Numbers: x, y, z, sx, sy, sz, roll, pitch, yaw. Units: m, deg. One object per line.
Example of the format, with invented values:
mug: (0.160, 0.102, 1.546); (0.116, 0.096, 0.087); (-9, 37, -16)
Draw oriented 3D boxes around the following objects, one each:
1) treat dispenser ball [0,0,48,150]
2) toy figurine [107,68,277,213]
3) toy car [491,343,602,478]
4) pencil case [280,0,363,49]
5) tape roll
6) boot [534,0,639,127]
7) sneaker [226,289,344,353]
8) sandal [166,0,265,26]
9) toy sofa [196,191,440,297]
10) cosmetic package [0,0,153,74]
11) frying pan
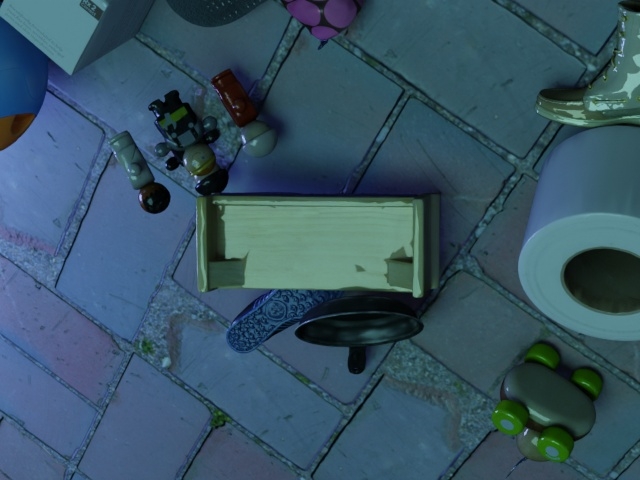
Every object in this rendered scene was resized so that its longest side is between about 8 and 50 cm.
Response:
treat dispenser ball: (-0.582, -0.271, 2.008); (0.288, 0.288, 0.288); (14, 123, 22)
toy figurine: (-0.196, -0.142, 1.921); (0.213, 0.209, 0.148); (-31, 90, 39)
toy car: (0.329, 0.285, 1.937); (0.149, 0.155, 0.188); (30, 140, 10)
pencil case: (-0.037, -0.367, 1.732); (0.098, 0.095, 0.209); (-5, 140, 46)
tape roll: (0.395, -0.007, 1.660); (0.246, 0.169, 0.246); (13, 139, 11)
boot: (0.384, -0.231, 1.634); (0.213, 0.077, 0.165); (4, 120, 21)
sneaker: (-0.055, 0.102, 2.082); (0.232, 0.090, 0.081); (-30, 100, 16)
sandal: (-0.110, -0.382, 1.840); (0.254, 0.054, 0.097); (-13, 120, 24)
toy sofa: (0.000, 0.000, 1.914); (0.362, 0.177, 0.150); (1, 96, 14)
cosmetic package: (-0.353, -0.376, 1.886); (0.151, 0.184, 0.151); (40, 129, 3)
frying pan: (0.083, 0.144, 1.962); (0.197, 0.326, 0.053); (-10, 70, 20)
